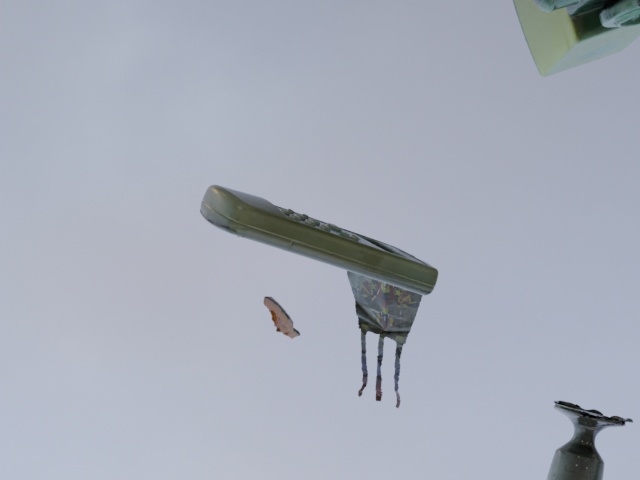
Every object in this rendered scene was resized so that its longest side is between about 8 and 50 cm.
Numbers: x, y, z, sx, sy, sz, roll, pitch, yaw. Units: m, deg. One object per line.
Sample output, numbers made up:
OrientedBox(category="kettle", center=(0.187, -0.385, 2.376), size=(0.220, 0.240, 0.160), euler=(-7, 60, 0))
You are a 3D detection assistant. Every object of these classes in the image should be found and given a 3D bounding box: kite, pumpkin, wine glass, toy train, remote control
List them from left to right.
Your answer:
OrientedBox(category="pumpkin", center=(-0.075, 0.141, 1.880), size=(0.035, 0.101, 0.073), euler=(-36, -120, -5))
OrientedBox(category="remote control", center=(0.000, 0.000, 0.990), size=(0.233, 0.038, 0.098), euler=(19, -173, -29))
OrientedBox(category="kite", center=(0.096, 0.139, 1.604), size=(0.141, 0.245, 0.015), euler=(14, -160, 34))
OrientedBox(category="wine glass", center=(0.219, 0.222, 0.902), size=(0.072, 0.155, 0.072), euler=(14, 174, 2))
OrientedBox(category="toy train", center=(0.365, -0.283, 0.974), size=(0.397, 0.160, 0.253), euler=(-18, 175, -4))
